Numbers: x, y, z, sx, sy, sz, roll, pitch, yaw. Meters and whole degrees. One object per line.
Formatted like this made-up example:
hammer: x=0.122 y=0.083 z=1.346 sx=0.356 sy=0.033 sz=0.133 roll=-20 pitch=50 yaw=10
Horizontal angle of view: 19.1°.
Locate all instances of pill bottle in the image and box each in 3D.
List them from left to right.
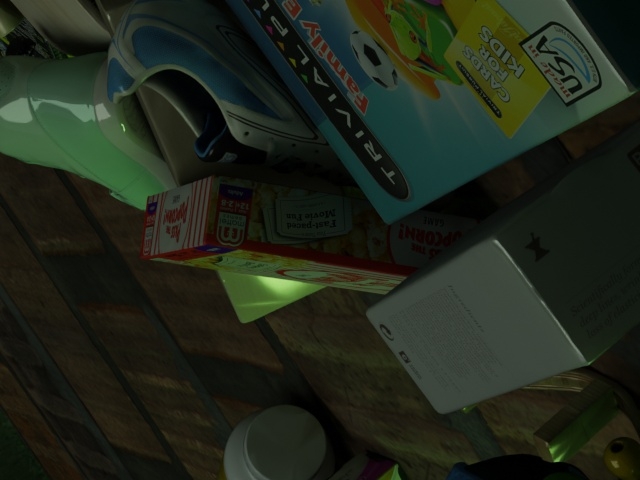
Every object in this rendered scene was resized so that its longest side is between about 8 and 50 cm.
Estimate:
pill bottle: x=-0.041 y=0.214 z=1.770 sx=0.103 sy=0.103 sz=0.184 roll=49 pitch=161 yaw=12

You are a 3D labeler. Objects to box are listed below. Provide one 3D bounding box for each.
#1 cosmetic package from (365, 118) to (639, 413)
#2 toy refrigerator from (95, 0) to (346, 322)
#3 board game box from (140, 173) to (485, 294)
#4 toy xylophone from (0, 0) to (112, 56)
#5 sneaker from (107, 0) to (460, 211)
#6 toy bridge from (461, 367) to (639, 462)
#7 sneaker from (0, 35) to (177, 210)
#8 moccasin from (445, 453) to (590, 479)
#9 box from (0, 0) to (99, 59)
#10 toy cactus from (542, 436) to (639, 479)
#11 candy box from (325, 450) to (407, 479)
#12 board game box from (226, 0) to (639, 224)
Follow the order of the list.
cosmetic package: x=0.119 y=0.020 z=1.029 sx=0.085 sy=0.117 sz=0.231 roll=53 pitch=163 yaw=-1
toy refrigerator: x=-0.061 y=-0.084 z=1.267 sx=0.094 sy=0.102 sz=0.269 roll=-121 pitch=7 yaw=-52
board game box: x=0.000 y=0.000 z=1.190 sx=0.147 sy=0.194 sz=0.045 roll=170 pitch=108 yaw=-70
toy xylophone: x=-0.227 y=-0.246 z=1.341 sx=0.322 sy=0.081 sz=0.236 roll=52 pitch=159 yaw=-26
sneaker: x=-0.023 y=-0.069 z=1.154 sx=0.237 sy=0.086 sz=0.085 roll=27 pitch=167 yaw=-18
toy bridge: x=0.159 y=0.111 z=1.169 sx=0.188 sy=0.063 sz=0.026 roll=28 pitch=148 yaw=48
sneaker: x=-0.150 y=-0.071 z=1.406 sx=0.151 sy=0.094 sz=0.256 roll=6 pitch=158 yaw=26
moccasin: x=0.202 y=0.232 z=1.025 sx=0.342 sy=0.117 sz=0.137 roll=53 pitch=133 yaw=28
box: x=-0.272 y=-0.221 z=1.620 sx=0.270 sy=0.060 sz=0.216 roll=37 pitch=156 yaw=40
toy cactus: x=0.226 y=0.148 z=0.983 sx=0.180 sy=0.219 sz=0.112 roll=-12 pitch=-84 yaw=-77
candy box: x=0.049 y=0.326 z=1.669 sx=0.233 sy=0.159 sz=0.071 roll=59 pitch=159 yaw=-17
board game box: x=0.039 y=-0.155 z=0.961 sx=0.253 sy=0.079 sz=0.336 roll=54 pitch=161 yaw=-2
